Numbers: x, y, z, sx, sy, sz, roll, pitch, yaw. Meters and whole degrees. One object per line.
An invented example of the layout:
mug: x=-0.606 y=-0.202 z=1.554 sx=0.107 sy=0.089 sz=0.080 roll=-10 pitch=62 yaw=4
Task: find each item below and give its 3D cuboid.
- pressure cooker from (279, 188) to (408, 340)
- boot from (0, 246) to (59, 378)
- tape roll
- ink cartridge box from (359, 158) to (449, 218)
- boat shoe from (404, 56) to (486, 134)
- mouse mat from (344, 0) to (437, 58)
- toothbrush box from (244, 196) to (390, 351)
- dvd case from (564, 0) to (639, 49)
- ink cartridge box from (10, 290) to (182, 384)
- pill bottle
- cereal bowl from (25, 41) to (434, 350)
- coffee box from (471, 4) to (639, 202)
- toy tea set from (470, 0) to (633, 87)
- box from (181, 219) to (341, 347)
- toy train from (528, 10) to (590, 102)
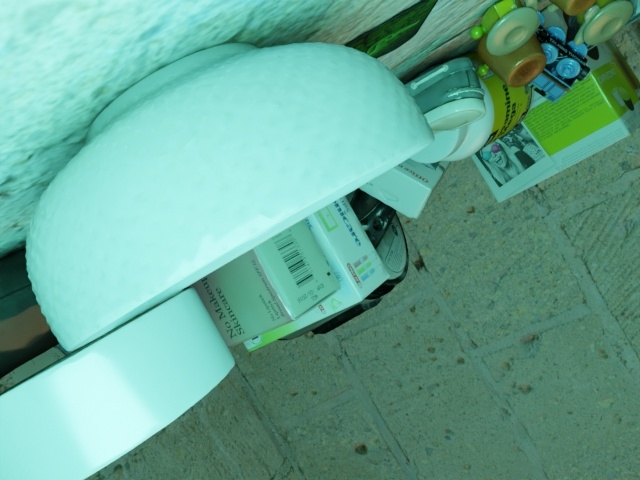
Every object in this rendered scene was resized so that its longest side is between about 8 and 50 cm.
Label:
pressure cooker: x=-0.004 y=-0.004 z=1.364 sx=0.420 sy=0.370 sz=0.375 roll=-31 pitch=150 yaw=29
boot: x=-0.405 y=0.117 z=0.712 sx=0.284 sy=0.138 sz=0.377 roll=-32 pitch=177 yaw=-36
tape roll: x=-0.238 y=0.161 z=0.650 sx=0.286 sy=0.100 sz=0.286 roll=-29 pitch=-176 yaw=2
ink cartridge box: x=0.177 y=-0.147 z=1.245 sx=0.191 sy=0.139 sz=0.082 roll=-51 pitch=169 yaw=-51
boat shoe: x=0.140 y=-0.223 z=1.058 sx=0.116 sy=0.099 sz=0.319 roll=-1 pitch=174 yaw=-41
mouse mat: x=0.048 y=-0.219 z=0.721 sx=0.189 sy=0.007 sz=0.152 roll=-30 pitch=-178 yaw=-3
toothbrush box: x=-0.055 y=0.046 z=1.090 sx=0.283 sy=0.206 sz=0.122 roll=-28 pitch=-178 yaw=34
dvd case: x=0.514 y=-0.435 z=1.090 sx=0.018 sy=0.165 sz=0.221 roll=14 pitch=171 yaw=-12
ink cartridge box: x=-0.357 y=0.108 z=0.939 sx=0.232 sy=0.168 sz=0.171 roll=-29 pitch=-179 yaw=25
pill bottle: x=0.282 y=-0.267 z=1.219 sx=0.188 sy=0.188 sz=0.334 roll=-29 pitch=-178 yaw=45
cereal bowl: x=-0.085 y=-0.055 z=0.502 sx=0.338 sy=0.141 sz=0.339 roll=-31 pitch=-179 yaw=1
coffee box: x=0.551 y=-0.350 z=1.512 sx=0.338 sy=0.335 sz=0.337 roll=-32 pitch=179 yaw=41
toy tea set: x=0.385 y=-0.388 z=0.978 sx=0.335 sy=0.124 sz=0.200 roll=-27 pitch=152 yaw=6
box: x=-0.110 y=0.069 z=0.963 sx=0.232 sy=0.149 sz=0.126 roll=-29 pitch=-179 yaw=42
toy train: x=0.405 y=-0.342 z=1.133 sx=0.080 sy=0.184 sz=0.105 roll=-59 pitch=-176 yaw=-29
